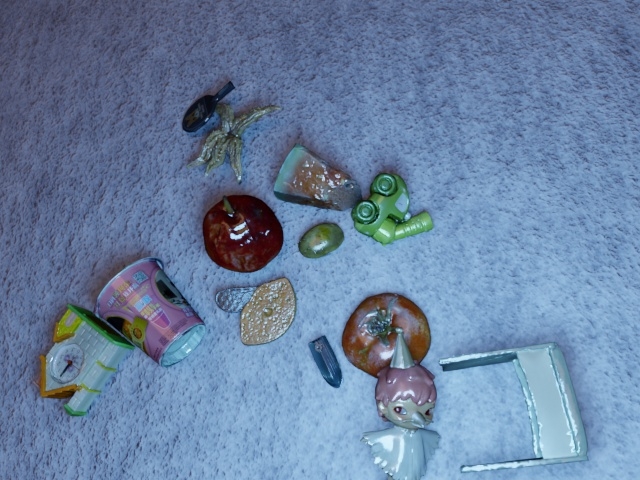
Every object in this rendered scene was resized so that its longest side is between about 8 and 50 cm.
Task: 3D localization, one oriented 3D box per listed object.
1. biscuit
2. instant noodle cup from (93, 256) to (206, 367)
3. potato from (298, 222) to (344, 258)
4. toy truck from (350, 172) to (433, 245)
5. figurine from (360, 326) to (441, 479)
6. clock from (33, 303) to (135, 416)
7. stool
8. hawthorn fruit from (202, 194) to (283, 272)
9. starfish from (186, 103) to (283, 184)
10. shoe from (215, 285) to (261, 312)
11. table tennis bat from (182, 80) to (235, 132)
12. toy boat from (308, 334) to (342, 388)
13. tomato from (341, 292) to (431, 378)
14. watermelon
[{"bbox_3d":[-0.144,0.205,1.481,0.141,0.029,0.221,28,80,6],"label":"biscuit"},{"bbox_3d":[-0.465,0.214,1.489,0.255,0.244,0.244,41,84,18],"label":"instant noodle cup"},{"bbox_3d":[0.000,0.000,1.513,0.137,0.070,0.092,-30,66,2],"label":"potato"},{"bbox_3d":[0.186,-0.069,1.460,0.187,0.148,0.211,-37,89,-3],"label":"toy truck"},{"bbox_3d":[0.203,0.400,1.226,0.206,0.166,0.387,7,88,-15],"label":"figurine"},{"bbox_3d":[-0.719,0.358,1.552,0.219,0.106,0.255,28,79,23],"label":"clock"},{"bbox_3d":[0.428,0.382,1.194,0.269,0.170,0.244,-11,67,12],"label":"stool"},{"bbox_3d":[-0.236,-0.041,1.495,0.230,0.266,0.210,-17,47,5],"label":"hawthorn fruit"},{"bbox_3d":[-0.290,-0.310,1.699,0.301,0.084,0.294,11,69,26],"label":"starfish"},{"bbox_3d":[-0.213,0.169,1.523,0.179,0.049,0.071,-9,82,-7],"label":"shoe"},{"bbox_3d":[-0.383,-0.456,1.787,0.236,0.027,0.150,-36,47,16],"label":"table tennis bat"},{"bbox_3d":[0.018,0.325,1.392,0.055,0.060,0.141,-27,72,3],"label":"toy boat"},{"bbox_3d":[0.165,0.244,1.361,0.236,0.095,0.237,-6,68,14],"label":"tomato"},{"bbox_3d":[-0.002,-0.157,1.533,0.256,0.193,0.140,22,77,7],"label":"watermelon"}]
